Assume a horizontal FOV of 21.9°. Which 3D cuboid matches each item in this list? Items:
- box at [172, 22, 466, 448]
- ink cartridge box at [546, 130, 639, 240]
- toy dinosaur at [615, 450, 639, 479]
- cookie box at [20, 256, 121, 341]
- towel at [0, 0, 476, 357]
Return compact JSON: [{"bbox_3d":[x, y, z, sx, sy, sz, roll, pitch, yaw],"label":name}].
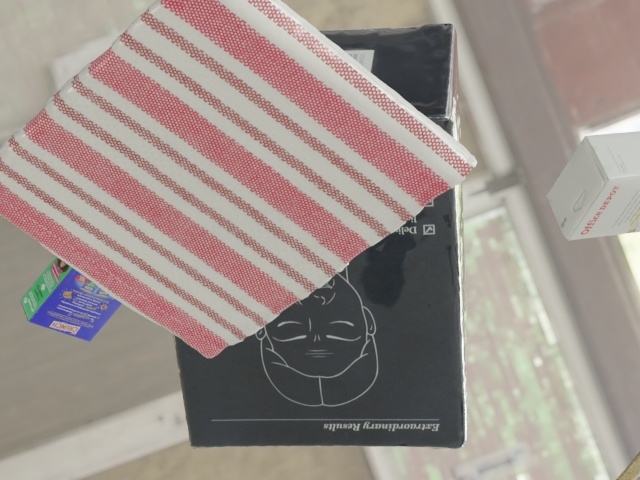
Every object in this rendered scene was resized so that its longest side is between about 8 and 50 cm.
[{"bbox_3d":[0.000,0.000,1.697,0.293,0.395,0.212,-1,-148,7],"label":"box"},{"bbox_3d":[0.266,-0.049,1.404,0.122,0.052,0.088,-7,147,-25],"label":"ink cartridge box"},{"bbox_3d":[0.183,0.056,0.778,0.183,0.053,0.092,-52,148,-19],"label":"toy dinosaur"},{"bbox_3d":[-0.274,0.057,1.893,0.092,0.040,0.107,23,118,-41],"label":"cookie box"},{"bbox_3d":[-0.048,-0.031,0.713,0.197,0.144,0.029,-36,-154,40],"label":"towel"}]
